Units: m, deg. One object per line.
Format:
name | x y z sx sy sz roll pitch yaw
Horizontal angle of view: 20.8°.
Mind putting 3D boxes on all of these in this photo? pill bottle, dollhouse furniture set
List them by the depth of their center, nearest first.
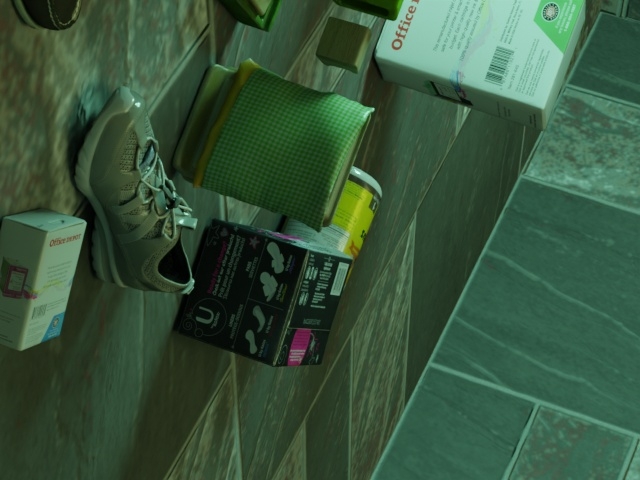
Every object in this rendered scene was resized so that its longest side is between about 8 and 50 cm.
dollhouse furniture set | -0.043 -0.189 1.968 0.151 0.197 0.302 48 60 -74
pill bottle | 0.000 0.000 2.497 0.117 0.117 0.215 67 43 -68

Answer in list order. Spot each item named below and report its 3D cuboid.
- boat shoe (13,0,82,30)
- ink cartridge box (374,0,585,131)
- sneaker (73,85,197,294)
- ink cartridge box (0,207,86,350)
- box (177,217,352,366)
boat shoe | -0.221 -0.269 1.490 0.081 0.068 0.228 -57 159 -43
ink cartridge box | 0.248 -0.315 2.703 0.117 0.278 0.201 59 51 -75
sneaker | -0.178 -0.049 1.813 0.281 0.115 0.105 88 25 -53
ink cartridge box | -0.278 0.035 1.682 0.088 0.052 0.122 -22 130 -71
box | -0.069 0.069 2.290 0.247 0.142 0.163 13 94 -76
